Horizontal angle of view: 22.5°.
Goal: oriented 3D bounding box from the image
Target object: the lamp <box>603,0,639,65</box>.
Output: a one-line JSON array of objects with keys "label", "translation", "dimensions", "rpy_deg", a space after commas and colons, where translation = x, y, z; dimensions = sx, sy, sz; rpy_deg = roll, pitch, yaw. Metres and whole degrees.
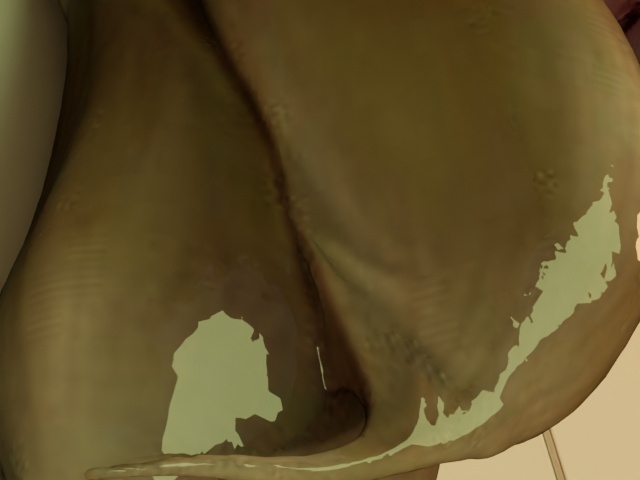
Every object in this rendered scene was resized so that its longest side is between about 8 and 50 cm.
[{"label": "lamp", "translation": [0.260, -0.095, 1.070], "dimensions": [0.247, 0.301, 0.247], "rpy_deg": [-38, 90, -22]}]

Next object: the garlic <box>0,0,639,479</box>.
[{"label": "garlic", "translation": [0.004, 0.009, 0.574], "dimensions": [0.246, 0.231, 0.340], "rpy_deg": [60, 25, -30]}]
